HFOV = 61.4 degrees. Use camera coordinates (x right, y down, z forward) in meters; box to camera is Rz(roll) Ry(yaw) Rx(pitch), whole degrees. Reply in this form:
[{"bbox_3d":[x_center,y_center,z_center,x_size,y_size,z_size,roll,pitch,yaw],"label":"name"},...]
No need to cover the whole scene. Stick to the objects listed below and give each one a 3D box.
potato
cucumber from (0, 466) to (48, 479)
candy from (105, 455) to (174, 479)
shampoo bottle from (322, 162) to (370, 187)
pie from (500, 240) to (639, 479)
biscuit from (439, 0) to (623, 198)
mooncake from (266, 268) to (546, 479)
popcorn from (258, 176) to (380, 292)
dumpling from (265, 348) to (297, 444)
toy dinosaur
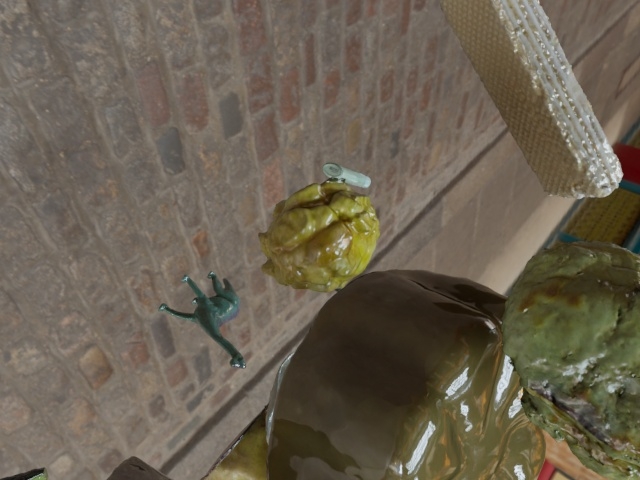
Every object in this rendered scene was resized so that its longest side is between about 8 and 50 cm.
[{"bbox_3d":[-0.080,0.503,1.172,0.229,0.266,0.229,-51,172,-9],"label":"potato"},{"bbox_3d":[-0.731,0.569,1.219,0.211,0.062,0.078,-19,131,-23],"label":"cucumber"},{"bbox_3d":[-0.211,0.369,0.644,0.137,0.195,0.185,-58,-179,-9],"label":"candy"},{"bbox_3d":[0.081,-0.177,1.485,0.191,0.069,0.041,7,101,-58],"label":"shampoo bottle"},{"bbox_3d":[0.278,0.109,0.471,0.201,0.248,0.090,-60,156,-5],"label":"pie"},{"bbox_3d":[0.341,-0.253,0.870,0.078,0.144,0.426,-38,105,-10],"label":"biscuit"},{"bbox_3d":[0.134,0.227,0.659,0.378,0.201,0.378,-11,108,-37],"label":"mooncake"},{"bbox_3d":[0.000,0.000,1.071,0.286,0.252,0.215,13,59,-68],"label":"popcorn"},{"bbox_3d":[0.020,0.329,1.071,0.260,0.181,0.341,20,100,-30],"label":"dumpling"},{"bbox_3d":[-0.259,0.227,1.568,0.383,0.331,0.129,-16,134,-64],"label":"toy dinosaur"}]
